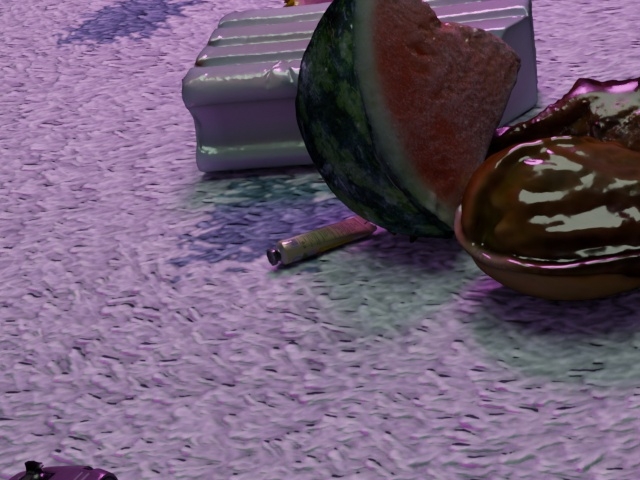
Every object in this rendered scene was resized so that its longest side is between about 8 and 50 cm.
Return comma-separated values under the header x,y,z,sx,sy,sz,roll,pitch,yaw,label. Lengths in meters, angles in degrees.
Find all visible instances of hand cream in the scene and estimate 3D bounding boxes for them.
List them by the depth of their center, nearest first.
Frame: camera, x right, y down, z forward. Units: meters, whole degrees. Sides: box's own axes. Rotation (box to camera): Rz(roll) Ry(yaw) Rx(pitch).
x,y,z,sx,sy,sz,roll,pitch,yaw,label
0.000,0.000,1.119,0.102,0.022,0.035,-19,29,-24,hand cream

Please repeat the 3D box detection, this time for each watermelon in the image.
x,y,z,sx,sy,sz,roll,pitch,yaw,label
0.080,-0.109,1.044,0.202,0.136,0.207,-37,72,6,watermelon

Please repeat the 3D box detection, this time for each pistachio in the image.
x,y,z,sx,sy,sz,roll,pitch,yaw,label
0.209,-0.018,0.968,0.210,0.130,0.165,4,29,10,pistachio

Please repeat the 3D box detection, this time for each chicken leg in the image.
x,y,z,sx,sy,sz,roll,pitch,yaw,label
0.178,-0.074,1.102,0.304,0.113,0.093,-12,0,7,chicken leg

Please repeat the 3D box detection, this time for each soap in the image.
x,y,z,sx,sy,sz,roll,pitch,yaw,label
0.049,-0.172,1.304,0.347,0.115,0.208,-4,31,12,soap

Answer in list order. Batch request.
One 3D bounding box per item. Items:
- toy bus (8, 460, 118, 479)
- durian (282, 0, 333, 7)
x,y,z,sx,sy,sz,roll,pitch,yaw,label
-0.189,0.213,0.740,0.098,0.087,0.178,2,33,34,toy bus
0.040,-0.293,1.509,0.182,0.132,0.165,-11,38,-23,durian
